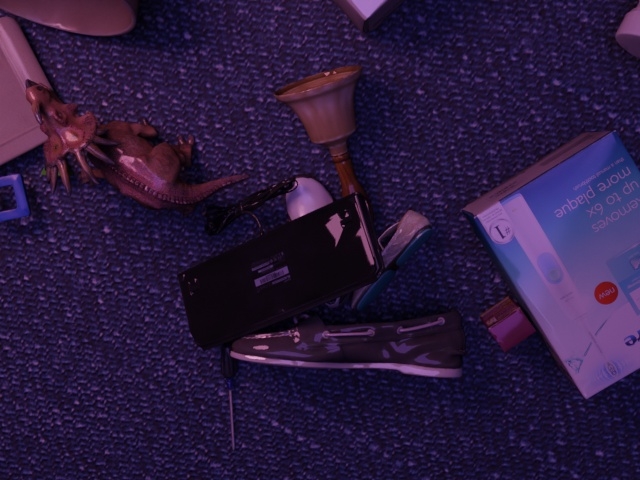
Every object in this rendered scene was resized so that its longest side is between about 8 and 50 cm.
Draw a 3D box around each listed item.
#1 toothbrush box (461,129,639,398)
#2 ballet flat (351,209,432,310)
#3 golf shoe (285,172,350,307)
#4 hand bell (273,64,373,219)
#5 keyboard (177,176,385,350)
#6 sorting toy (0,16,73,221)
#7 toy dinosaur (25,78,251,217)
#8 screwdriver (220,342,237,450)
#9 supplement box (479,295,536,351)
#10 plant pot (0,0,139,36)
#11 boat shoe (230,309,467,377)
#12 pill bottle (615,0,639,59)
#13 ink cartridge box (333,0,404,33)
[{"bbox_3d":[0.366,0.029,1.095,0.216,0.126,0.296,-31,96,6],"label":"toothbrush box"},{"bbox_3d":[0.093,0.027,1.150,0.168,0.057,0.052,-48,65,3],"label":"ballet flat"},{"bbox_3d":[0.000,0.000,1.123,0.077,0.094,0.198,-19,95,6],"label":"golf shoe"},{"bbox_3d":[0.031,-0.110,1.118,0.126,0.126,0.242,-17,109,4],"label":"hand bell"},{"bbox_3d":[-0.070,0.014,1.102,0.317,0.033,0.202,-23,72,24],"label":"keyboard"},{"bbox_3d":[-0.483,-0.199,1.143,0.196,0.047,0.348,-26,96,1],"label":"sorting toy"},{"bbox_3d":[-0.252,-0.097,1.066,0.295,0.200,0.127,22,98,-1],"label":"toy dinosaur"},{"bbox_3d":[-0.132,0.236,1.195,0.025,0.024,0.170,-1,100,31],"label":"screwdriver"},{"bbox_3d":[0.265,0.117,1.131,0.055,0.083,0.043,-35,94,7],"label":"supplement box"},{"bbox_3d":[-0.328,-0.446,1.021,0.256,0.256,0.274,13,82,1],"label":"plant pot"},{"bbox_3d":[0.042,0.137,1.138,0.335,0.112,0.096,4,85,-3],"label":"boat shoe"},{"bbox_3d":[0.508,-0.361,1.021,0.162,0.162,0.279,27,98,-1],"label":"pill bottle"},{"bbox_3d":[0.042,-0.445,1.052,0.197,0.114,0.273,-42,94,6],"label":"ink cartridge box"}]
